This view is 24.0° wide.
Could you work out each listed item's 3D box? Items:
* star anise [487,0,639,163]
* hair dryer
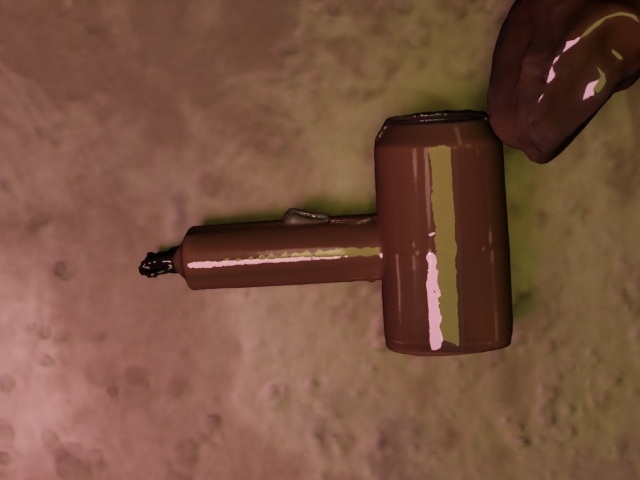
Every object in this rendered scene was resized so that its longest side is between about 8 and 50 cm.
[{"bbox_3d":[0.165,-0.177,0.679,0.315,0.108,0.315,0,102,-1],"label":"star anise"},{"bbox_3d":[0.000,0.000,0.729,0.181,0.064,0.117,-4,94,8],"label":"hair dryer"}]
